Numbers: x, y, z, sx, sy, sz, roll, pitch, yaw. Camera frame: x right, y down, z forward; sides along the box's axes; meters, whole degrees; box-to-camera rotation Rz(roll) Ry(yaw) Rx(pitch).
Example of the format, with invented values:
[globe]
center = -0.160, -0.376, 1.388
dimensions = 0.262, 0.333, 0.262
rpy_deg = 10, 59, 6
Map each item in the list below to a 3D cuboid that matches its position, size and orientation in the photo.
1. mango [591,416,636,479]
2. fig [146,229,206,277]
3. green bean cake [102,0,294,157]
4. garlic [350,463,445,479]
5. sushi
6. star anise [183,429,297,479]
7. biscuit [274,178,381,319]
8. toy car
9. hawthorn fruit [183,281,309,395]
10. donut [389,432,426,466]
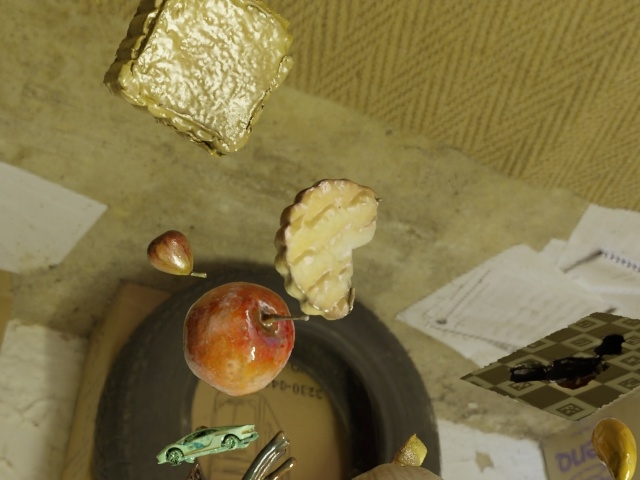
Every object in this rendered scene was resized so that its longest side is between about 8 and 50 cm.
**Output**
[mango]
center = 0.611, 0.428, 1.550
dimensions = 0.075, 0.190, 0.098
rpy_deg = 10, 106, 8
[fig]
center = -0.288, 0.041, 1.507
dimensions = 0.125, 0.089, 0.089
rpy_deg = 46, 132, 3
[green bean cake]
center = -0.177, -0.262, 1.094
dimensions = 0.224, 0.131, 0.230
rpy_deg = 27, 90, -35
[garlic]
center = 0.152, 0.580, 1.518
dimensions = 0.317, 0.259, 0.318
rpy_deg = -9, 129, -11
[sushi]
center = 0.246, 0.119, 0.674
dimensions = 0.201, 0.031, 0.139
rpy_deg = -18, -166, -27
[star anise]
center = -0.114, 0.322, 0.762
dimensions = 0.237, 0.346, 0.148
rpy_deg = 3, 121, 21
[biscuit]
center = 0.000, 0.000, 0.892
dimensions = 0.118, 0.183, 0.061
rpy_deg = 29, 154, -15
[toy car]
center = -0.205, 0.359, 1.329
dimensions = 0.186, 0.058, 0.093
rpy_deg = -16, 166, 7
[hawthorn fruit]
center = -0.166, 0.188, 1.565
dimensions = 0.235, 0.231, 0.263
rpy_deg = 29, 101, 4
[donut]
center = 0.189, 0.530, 1.720
dimensions = 0.065, 0.162, 0.178
rpy_deg = 34, 163, 17
